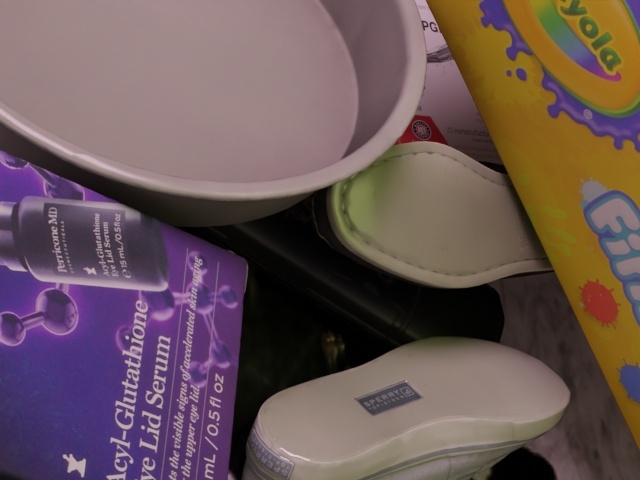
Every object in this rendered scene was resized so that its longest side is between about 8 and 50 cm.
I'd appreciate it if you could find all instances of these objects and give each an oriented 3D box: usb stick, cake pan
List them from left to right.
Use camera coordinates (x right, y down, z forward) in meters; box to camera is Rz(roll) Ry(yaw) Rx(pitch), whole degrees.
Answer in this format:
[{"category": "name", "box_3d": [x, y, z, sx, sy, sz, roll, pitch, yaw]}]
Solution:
[{"category": "cake pan", "box_3d": [-0.088, -0.120, 0.896, 0.293, 0.054, 0.293, 14, 47, -15]}, {"category": "usb stick", "box_3d": [0.000, 0.000, 0.993, 0.278, 0.045, 0.077, 33, 54, -27]}]

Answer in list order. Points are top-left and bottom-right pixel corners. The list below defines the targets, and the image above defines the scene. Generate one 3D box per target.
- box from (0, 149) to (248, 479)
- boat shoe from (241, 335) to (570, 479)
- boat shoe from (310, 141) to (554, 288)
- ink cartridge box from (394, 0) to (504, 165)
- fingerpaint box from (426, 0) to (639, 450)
[{"category": "box", "box_3d": [-0.148, 0.055, 0.777, 0.207, 0.108, 0.153, 24, 55, -34]}, {"category": "boat shoe", "box_3d": [0.044, 0.113, 0.957, 0.227, 0.081, 0.079, -10, 42, -41]}, {"category": "boat shoe", "box_3d": [0.079, -0.010, 0.989, 0.227, 0.068, 0.081, 2, 83, -39]}, {"category": "ink cartridge box", "box_3d": [0.053, -0.100, 1.086, 0.099, 0.056, 0.135, 1, 69, -42]}, {"category": "fingerpaint box", "box_3d": [0.302, -0.067, 1.021, 0.371, 0.163, 0.445, -34, 102, -34]}]
